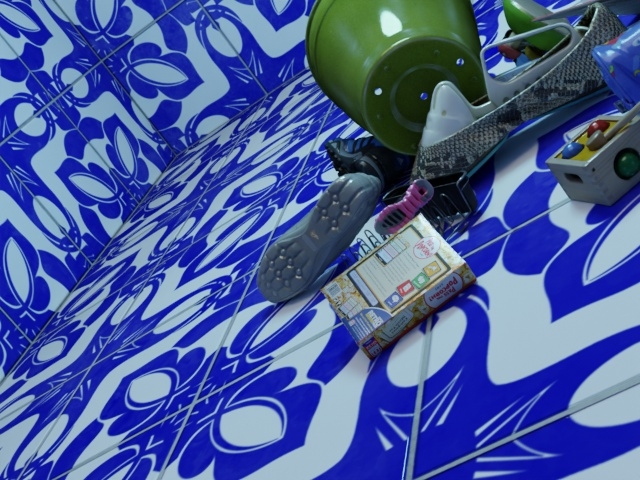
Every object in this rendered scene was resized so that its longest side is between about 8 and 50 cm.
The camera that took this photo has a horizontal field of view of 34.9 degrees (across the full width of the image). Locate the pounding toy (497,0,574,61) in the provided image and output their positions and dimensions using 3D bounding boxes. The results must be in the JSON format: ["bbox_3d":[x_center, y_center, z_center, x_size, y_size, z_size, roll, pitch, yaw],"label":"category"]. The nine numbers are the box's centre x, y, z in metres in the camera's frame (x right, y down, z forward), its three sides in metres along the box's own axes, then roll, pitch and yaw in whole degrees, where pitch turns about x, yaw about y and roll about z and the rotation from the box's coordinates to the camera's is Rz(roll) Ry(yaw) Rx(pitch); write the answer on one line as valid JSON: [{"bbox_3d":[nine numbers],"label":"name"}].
[{"bbox_3d":[0.433,-0.422,2.095,0.110,0.183,0.237,-59,7,24],"label":"pounding toy"}]

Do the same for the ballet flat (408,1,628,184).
[{"bbox_3d":[0.314,-0.251,1.784,0.483,0.182,0.164,-33,17,14],"label":"ballet flat"}]

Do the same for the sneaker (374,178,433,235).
[{"bbox_3d":[0.129,-0.048,1.626,0.119,0.047,0.057,-41,3,-18],"label":"sneaker"}]

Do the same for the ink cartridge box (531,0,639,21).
[{"bbox_3d":[0.563,-0.452,1.806,0.261,0.066,0.296,-8,4,-25],"label":"ink cartridge box"}]

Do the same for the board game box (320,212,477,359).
[{"bbox_3d":[0.111,0.065,1.496,0.193,0.045,0.146,-37,39,2],"label":"board game box"}]

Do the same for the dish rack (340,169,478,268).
[{"bbox_3d":[0.125,0.005,1.672,0.271,0.074,0.208,-47,18,-29],"label":"dish rack"}]

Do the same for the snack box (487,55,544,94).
[{"bbox_3d":[0.389,-0.322,1.999,0.141,0.037,0.100,-23,5,1],"label":"snack box"}]

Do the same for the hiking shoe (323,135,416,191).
[{"bbox_3d":[0.108,-0.172,2.171,0.132,0.113,0.304,-29,23,-10],"label":"hiking shoe"}]

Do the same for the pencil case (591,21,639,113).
[{"bbox_3d":[0.564,-0.306,1.526,0.306,0.133,0.119,-31,-18,18],"label":"pencil case"}]

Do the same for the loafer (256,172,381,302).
[{"bbox_3d":[0.000,0.000,1.851,0.319,0.112,0.111,-45,-16,32],"label":"loafer"}]

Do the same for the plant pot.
[{"bbox_3d":[0.170,-0.343,2.002,0.366,0.366,0.353,-34,27,11],"label":"plant pot"}]

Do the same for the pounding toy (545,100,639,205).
[{"bbox_3d":[0.402,-0.129,1.411,0.130,0.100,0.141,-40,16,-8],"label":"pounding toy"}]

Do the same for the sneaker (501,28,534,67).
[{"bbox_3d":[0.436,-0.435,2.217,0.067,0.078,0.188,-30,17,24],"label":"sneaker"}]
